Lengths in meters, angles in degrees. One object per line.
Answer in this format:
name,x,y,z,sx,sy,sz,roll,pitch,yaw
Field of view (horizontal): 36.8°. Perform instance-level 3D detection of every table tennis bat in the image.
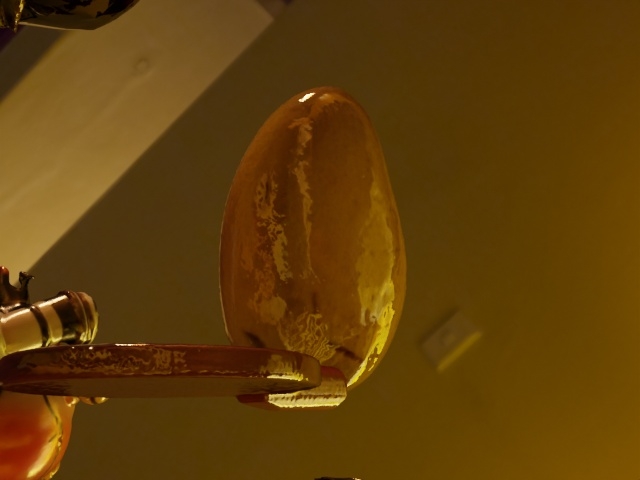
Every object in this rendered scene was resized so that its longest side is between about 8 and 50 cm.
table tennis bat,-0.107,0.132,0.907,0.414,0.268,0.051,16,-112,-53

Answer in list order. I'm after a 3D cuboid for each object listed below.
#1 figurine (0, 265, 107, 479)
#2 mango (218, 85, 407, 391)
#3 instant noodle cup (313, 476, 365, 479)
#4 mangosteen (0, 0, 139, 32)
figurine,-0.430,0.201,1.239,0.320,0.323,0.196,8,-148,-4
mango,0.000,0.000,1.374,0.301,0.445,0.220,9,180,-38
instant noodle cup,0.011,0.319,0.746,0.217,0.217,0.207,44,-129,-12
mangosteen,-0.250,-0.247,0.774,0.231,0.289,0.231,22,155,11
